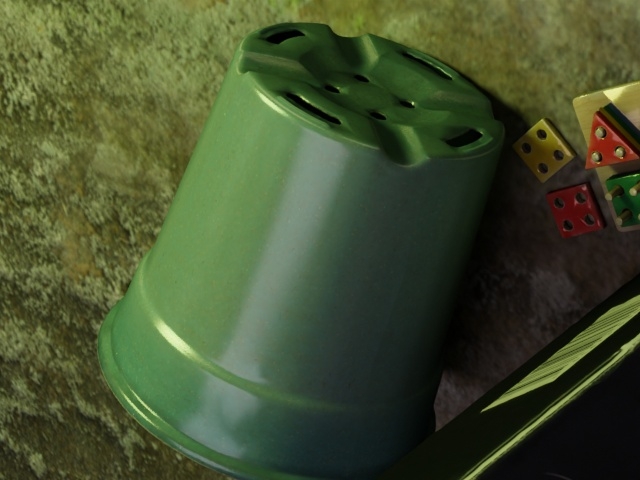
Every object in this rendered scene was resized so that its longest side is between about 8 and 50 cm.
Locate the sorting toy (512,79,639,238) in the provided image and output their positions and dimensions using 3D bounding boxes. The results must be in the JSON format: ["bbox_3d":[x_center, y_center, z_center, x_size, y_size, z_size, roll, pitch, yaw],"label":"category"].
[{"bbox_3d":[0.284,-0.071,1.511,0.275,0.046,0.132,-11,105,41],"label":"sorting toy"}]

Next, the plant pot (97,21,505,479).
[{"bbox_3d":[0.000,0.000,1.600,0.341,0.341,0.334,32,120,21],"label":"plant pot"}]

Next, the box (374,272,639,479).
[{"bbox_3d":[0.329,0.276,1.327,0.471,0.480,0.297,56,151,2],"label":"box"}]
